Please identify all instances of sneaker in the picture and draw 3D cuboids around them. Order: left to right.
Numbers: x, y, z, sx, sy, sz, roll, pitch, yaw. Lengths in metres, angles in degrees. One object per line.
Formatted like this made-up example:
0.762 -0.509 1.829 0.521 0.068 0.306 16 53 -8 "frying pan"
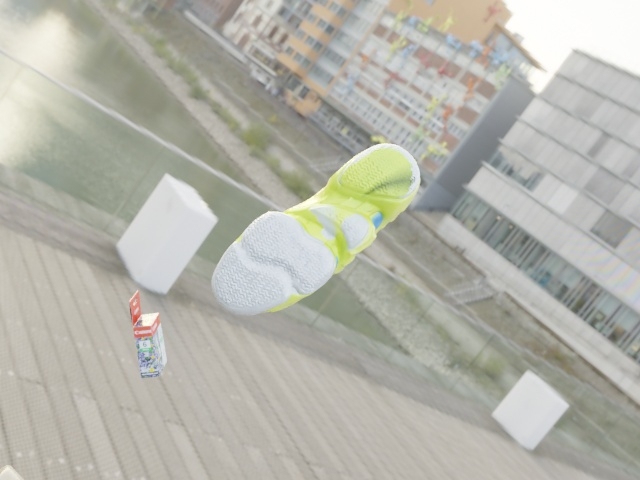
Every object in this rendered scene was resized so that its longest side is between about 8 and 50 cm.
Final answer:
0.000 0.000 0.819 0.091 0.240 0.126 55 -6 8 "sneaker"

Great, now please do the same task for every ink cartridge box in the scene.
-0.247 0.132 1.143 0.029 0.115 0.063 -6 12 0 "ink cartridge box"

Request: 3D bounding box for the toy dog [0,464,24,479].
-0.472 0.320 0.932 0.220 0.161 0.334 42 -13 8 "toy dog"
